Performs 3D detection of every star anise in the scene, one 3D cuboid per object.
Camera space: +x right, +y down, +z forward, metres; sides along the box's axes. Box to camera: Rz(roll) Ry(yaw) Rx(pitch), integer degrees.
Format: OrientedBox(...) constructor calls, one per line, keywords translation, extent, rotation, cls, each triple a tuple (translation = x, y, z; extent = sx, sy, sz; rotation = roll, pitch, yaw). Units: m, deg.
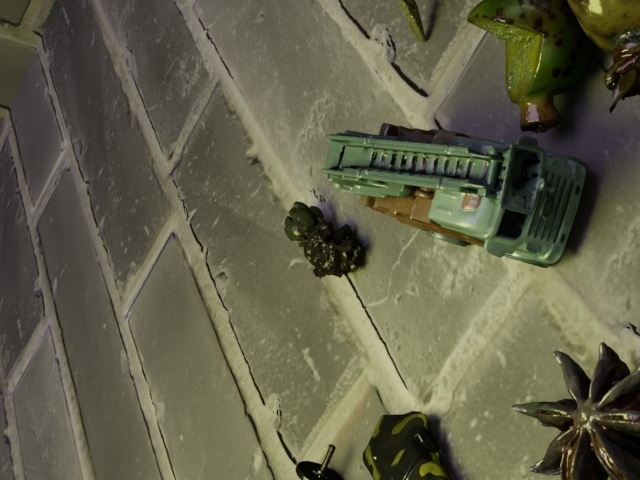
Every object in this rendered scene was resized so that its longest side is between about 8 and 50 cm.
OrientedBox(translation=(0.275, 0.191, 1.089), extent=(0.204, 0.061, 0.181), rotation=(-29, 48, 44), cls="star anise")

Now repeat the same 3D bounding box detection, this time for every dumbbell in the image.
OrientedBox(translation=(-0.012, 0.332, 1.453), extent=(0.069, 0.069, 0.147), rotation=(40, 110, 55), cls="dumbbell")

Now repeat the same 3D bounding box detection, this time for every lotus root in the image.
OrientedBox(translation=(0.320, -0.267, 1.149), extent=(0.154, 0.154, 0.278), rotation=(-27, 63, 49), cls="lotus root")

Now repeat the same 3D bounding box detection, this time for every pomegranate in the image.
OrientedBox(translation=(0.251, -0.215, 1.260), extent=(0.169, 0.122, 0.143), rotation=(62, 169, 4), cls="pomegranate")

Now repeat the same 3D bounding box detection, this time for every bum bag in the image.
OrientedBox(translation=(0.113, 0.289, 1.293), extent=(0.107, 0.060, 0.233), rotation=(-47, 42, 21), cls="bum bag")

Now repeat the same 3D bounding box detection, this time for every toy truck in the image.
OrientedBox(translation=(0.151, -0.065, 1.275), extent=(0.338, 0.184, 0.133), rotation=(19, 94, 58), cls="toy truck")

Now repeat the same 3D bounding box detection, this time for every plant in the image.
OrientedBox(translation=(0.000, 0.000, 1.581), extent=(0.085, 0.087, 0.174), rotation=(-42, 40, -5), cls="plant")

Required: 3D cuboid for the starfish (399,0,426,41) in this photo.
OrientedBox(translation=(0.039, -0.439, 1.498), extent=(0.078, 0.358, 0.347), rotation=(-40, 72, 8), cls="starfish")
